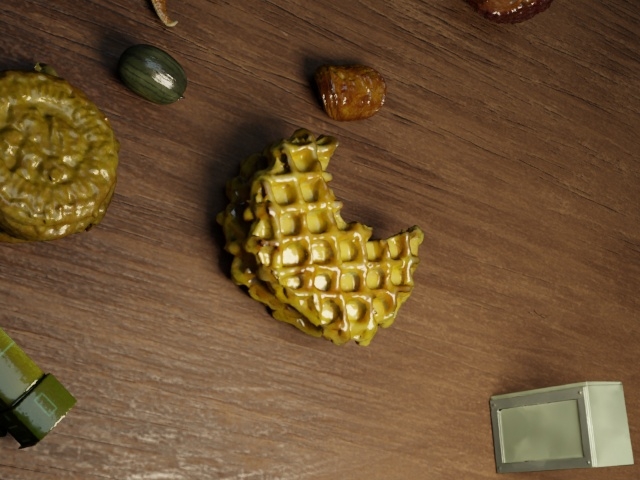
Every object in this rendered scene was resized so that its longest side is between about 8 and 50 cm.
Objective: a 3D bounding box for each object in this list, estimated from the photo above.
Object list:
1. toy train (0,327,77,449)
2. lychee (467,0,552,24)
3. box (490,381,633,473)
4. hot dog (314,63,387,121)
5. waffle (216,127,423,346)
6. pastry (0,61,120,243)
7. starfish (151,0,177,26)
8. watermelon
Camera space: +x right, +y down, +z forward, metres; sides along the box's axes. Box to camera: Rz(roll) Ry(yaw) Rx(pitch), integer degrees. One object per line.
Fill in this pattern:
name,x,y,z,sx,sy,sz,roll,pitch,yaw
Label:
toy train,-0.402,0.152,1.159,0.225,0.137,0.090,49,57,-12
lychee,0.345,-0.504,1.807,0.188,0.188,0.188,10,71,-30
box,0.380,0.304,1.555,0.086,0.225,0.129,4,74,-31
hot dog,0.046,-0.250,1.603,0.147,0.065,0.099,-11,82,-45
waffle,0.000,0.000,1.455,0.324,0.151,0.261,44,55,-13
pastry,-0.372,-0.111,1.258,0.235,0.132,0.240,-36,97,-33
starfish,-0.224,-0.451,1.504,0.138,0.050,0.247,-10,89,-35
watermelon,-0.243,-0.242,1.409,0.111,0.078,0.078,30,62,-28
